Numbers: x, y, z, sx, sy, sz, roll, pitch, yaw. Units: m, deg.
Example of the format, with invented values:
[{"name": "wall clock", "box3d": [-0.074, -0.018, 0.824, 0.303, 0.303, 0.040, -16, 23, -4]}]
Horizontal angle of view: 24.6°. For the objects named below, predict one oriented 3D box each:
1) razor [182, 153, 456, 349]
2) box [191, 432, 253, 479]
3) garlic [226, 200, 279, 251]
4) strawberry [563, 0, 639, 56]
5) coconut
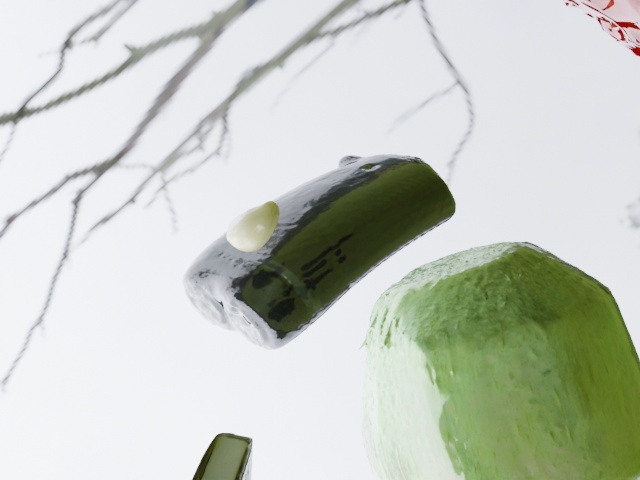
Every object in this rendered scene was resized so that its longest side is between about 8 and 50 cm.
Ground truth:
[{"name": "razor", "box3d": [-0.001, -0.001, 1.831, 0.349, 0.204, 0.113, -36, -59, -28]}, {"name": "box", "box3d": [-0.081, 0.246, 1.114, 0.035, 0.177, 0.115, 11, -140, 9]}, {"name": "garlic", "box3d": [-0.082, -0.014, 1.675, 0.041, 0.083, 0.053, 29, -116, -26]}, {"name": "strawberry", "box3d": [0.188, -0.229, 0.773, 0.291, 0.291, 0.310, 29, -113, -35]}, {"name": "coconut", "box3d": [0.179, 0.169, 1.406, 0.328, 0.281, 0.329, 162, 90, -83]}]
